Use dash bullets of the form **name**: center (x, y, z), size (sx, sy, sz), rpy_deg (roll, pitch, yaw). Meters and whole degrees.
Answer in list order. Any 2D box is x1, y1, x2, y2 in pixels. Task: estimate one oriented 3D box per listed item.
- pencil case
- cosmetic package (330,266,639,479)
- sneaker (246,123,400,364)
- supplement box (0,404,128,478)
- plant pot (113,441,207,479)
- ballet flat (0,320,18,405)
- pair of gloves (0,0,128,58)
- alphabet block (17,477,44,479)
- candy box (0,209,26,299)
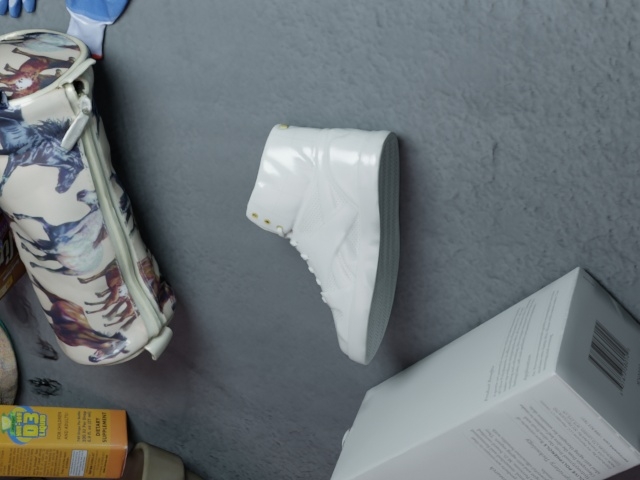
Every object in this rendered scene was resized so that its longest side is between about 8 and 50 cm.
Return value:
- **pencil case**: center (-0.295, -0.039, 1.331), size (0.183, 0.160, 0.410), rpy_deg (21, 137, 41)
- **cosmetic package**: center (0.196, 0.210, 1.302), size (0.155, 0.197, 0.365), rpy_deg (43, 130, -12)
- **sneaker**: center (0.000, 0.000, 1.296), size (0.169, 0.108, 0.292), rpy_deg (9, 117, 18)
- **supplement box**: center (-0.401, 0.293, 1.619), size (0.233, 0.078, 0.080), rpy_deg (3, 131, -15)
- **plant pot**: center (-0.185, 0.486, 1.615), size (0.280, 0.323, 0.323), rpy_deg (21, 131, -14)
- **ballet flat**: center (-0.516, 0.245, 1.674), size (0.107, 0.106, 0.316), rpy_deg (16, 128, 13)
- **pair of gloves**: center (-0.307, -0.298, 1.253), size (0.198, 0.023, 0.159), rpy_deg (25, 129, 3)
- **alphabet block**: center (-0.518, 0.530, 1.822), size (0.193, 0.197, 0.192), rpy_deg (-19, 116, 31)
- **candy box**: center (-0.435, -0.013, 1.455), size (0.053, 0.109, 0.187), rpy_deg (15, 129, 12)
